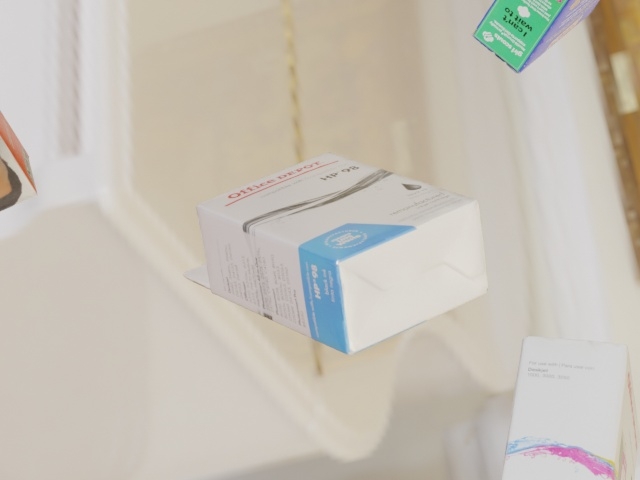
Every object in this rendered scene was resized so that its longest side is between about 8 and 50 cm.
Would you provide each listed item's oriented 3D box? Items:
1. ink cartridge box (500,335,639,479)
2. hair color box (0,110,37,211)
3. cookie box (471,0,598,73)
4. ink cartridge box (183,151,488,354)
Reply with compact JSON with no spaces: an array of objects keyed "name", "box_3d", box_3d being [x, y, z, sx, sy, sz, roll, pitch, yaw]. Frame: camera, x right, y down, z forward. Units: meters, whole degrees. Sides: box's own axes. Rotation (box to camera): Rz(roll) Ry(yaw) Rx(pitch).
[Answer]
[{"name":"ink cartridge box","box_3d":[0.112,0.117,0.844,0.088,0.052,0.122,71,25,-54]},{"name":"hair color box","box_3d":[-0.246,-0.073,1.218,0.141,0.072,0.043,64,3,-48]},{"name":"cookie box","box_3d":[0.147,-0.161,1.094,0.040,0.107,0.092,41,48,9]},{"name":"ink cartridge box","box_3d":[0.000,0.000,1.095,0.104,0.180,0.060,-23,116,-30]}]
